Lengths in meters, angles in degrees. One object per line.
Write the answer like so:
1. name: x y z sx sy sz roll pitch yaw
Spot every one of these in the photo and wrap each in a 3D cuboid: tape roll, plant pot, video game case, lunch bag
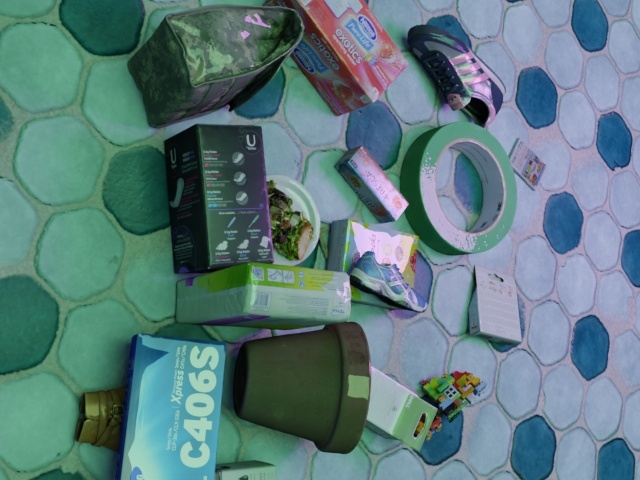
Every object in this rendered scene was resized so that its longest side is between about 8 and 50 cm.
1. tape roll: 0.340 -0.125 2.003 0.321 0.077 0.321 4 83 -33
2. plant pot: -0.046 0.281 1.617 0.229 0.263 0.263 8 80 -16
3. video game case: 0.549 -0.202 2.188 0.122 0.011 0.087 40 64 -23
4. lunch bag: -0.188 -0.344 1.583 0.287 0.235 0.169 -22 91 -33

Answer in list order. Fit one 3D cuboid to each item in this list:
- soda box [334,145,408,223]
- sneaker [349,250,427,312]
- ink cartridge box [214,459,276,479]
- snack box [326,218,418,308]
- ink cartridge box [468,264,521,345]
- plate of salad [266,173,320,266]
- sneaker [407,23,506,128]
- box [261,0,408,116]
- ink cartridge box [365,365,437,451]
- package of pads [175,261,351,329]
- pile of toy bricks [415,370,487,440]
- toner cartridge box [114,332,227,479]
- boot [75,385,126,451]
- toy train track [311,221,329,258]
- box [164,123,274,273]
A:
1. soda box: 0.117 -0.124 1.865 0.183 0.058 0.063 49 61 -18
2. sneaker: 0.157 0.094 1.768 0.211 0.080 0.081 30 76 -32
3. ink cartridge box: -0.199 0.511 1.562 0.219 0.092 0.160 3 82 -33
4. snack box: 0.115 0.057 1.833 0.207 0.070 0.174 12 79 -33
5. ink cartridge box: 0.431 0.163 2.062 0.145 0.045 0.179 17 57 -30
6. plate of salad: -0.082 -0.042 1.725 0.200 0.048 0.200 4 81 -28
7. sneaker: 0.328 -0.395 2.004 0.319 0.112 0.131 32 65 -25
8. box: 0.029 -0.443 1.794 0.300 0.142 0.154 50 61 -19
9. ink cartridge box: 0.143 0.365 1.806 0.209 0.062 0.109 34 68 -16
10. package of pads: -0.107 0.112 1.546 0.229 0.296 0.101 7 78 -33
11. pile of toy bricks: 0.281 0.358 1.905 0.212 0.118 0.105 -35 65 -21
12. toner cartridge box: -0.267 0.345 1.452 0.165 0.075 0.348 8 76 -19
13. boot: -0.357 0.285 1.500 0.152 0.073 0.197 14 74 -27
14. toy train track: 0.000 0.000 1.802 0.048 0.014 0.083 -30 107 -39
15. box: -0.197 -0.076 1.588 0.143 0.165 0.270 -3 87 -33
